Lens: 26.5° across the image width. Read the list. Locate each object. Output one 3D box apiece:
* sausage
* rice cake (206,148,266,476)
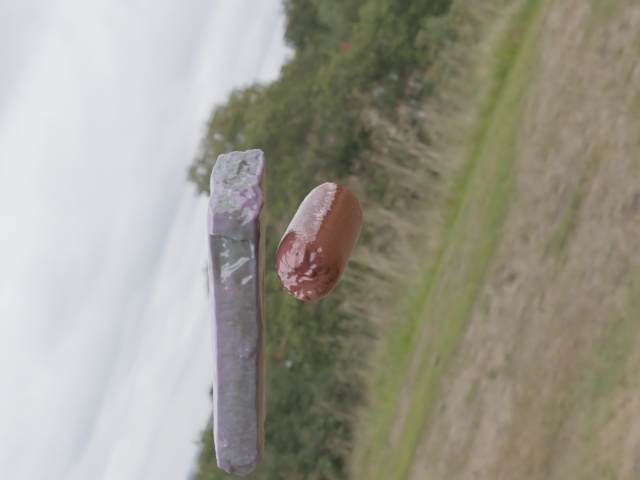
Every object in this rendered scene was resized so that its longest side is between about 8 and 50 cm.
[{"bbox_3d":[0.000,0.000,1.200,0.154,0.062,0.062,-64,-4,-63],"label":"sausage"},{"bbox_3d":[-0.075,0.072,1.243,0.106,0.050,0.298,-90,2,-59],"label":"rice cake"}]
